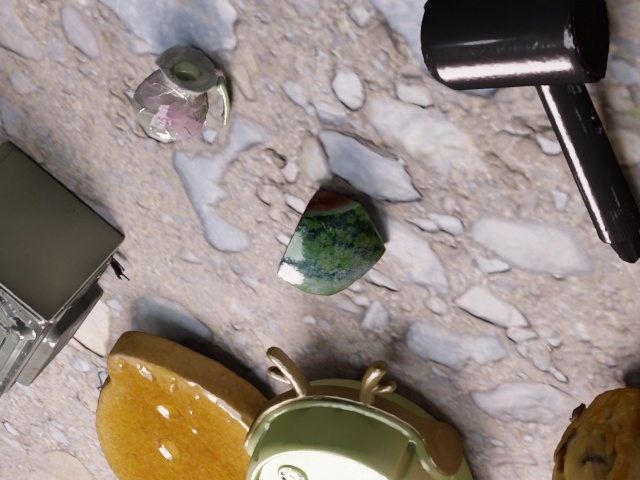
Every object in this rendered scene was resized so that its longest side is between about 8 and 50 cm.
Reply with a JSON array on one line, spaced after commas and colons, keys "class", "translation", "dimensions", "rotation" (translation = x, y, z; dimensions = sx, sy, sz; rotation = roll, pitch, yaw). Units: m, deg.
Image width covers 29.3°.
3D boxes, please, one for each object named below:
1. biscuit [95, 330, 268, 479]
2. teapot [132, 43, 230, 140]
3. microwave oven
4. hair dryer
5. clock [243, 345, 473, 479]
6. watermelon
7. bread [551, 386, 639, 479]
[{"class": "biscuit", "translation": [-0.131, 0.241, 1.417], "dimensions": [0.287, 0.057, 0.344], "rotation": [28, 142, 11]}, {"class": "teapot", "translation": [-0.109, -0.121, 1.015], "dimensions": [0.083, 0.064, 0.064], "rotation": [12, 141, -20]}, {"class": "microwave oven", "translation": [-0.336, 0.046, 1.309], "dimensions": [0.194, 0.145, 0.240], "rotation": [43, 143, -2]}, {"class": "hair dryer", "translation": [0.164, -0.075, 0.839], "dimensions": [0.114, 0.071, 0.248], "rotation": [2, 139, 38]}, {"class": "clock", "translation": [0.030, 0.235, 1.215], "dimensions": [0.235, 0.096, 0.308], "rotation": [3, 128, 24]}, {"class": "watermelon", "translation": [0.003, 0.005, 1.042], "dimensions": [0.085, 0.092, 0.072], "rotation": [63, 176, -18]}, {"class": "bread", "translation": [0.272, 0.213, 0.923], "dimensions": [0.210, 0.235, 0.099], "rotation": [42, 108, -3]}]
